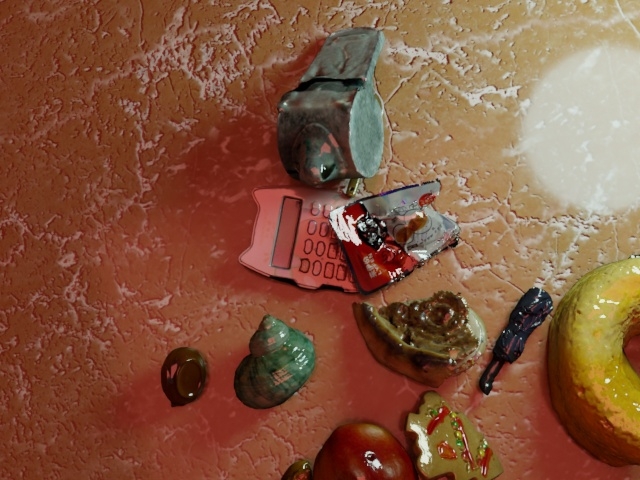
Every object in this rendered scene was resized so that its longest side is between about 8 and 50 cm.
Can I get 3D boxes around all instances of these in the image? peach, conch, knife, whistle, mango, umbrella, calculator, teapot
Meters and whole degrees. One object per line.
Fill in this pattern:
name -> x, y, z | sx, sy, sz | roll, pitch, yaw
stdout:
peach -> 0.091, 0.472, 1.629 | 0.199, 0.243, 0.243 | -23, 80, -7
conch -> -0.098, 0.253, 1.734 | 0.175, 0.122, 0.188 | 1, 76, 27
knife -> 0.092, -0.213, 1.837 | 0.046, 0.022, 0.256 | 16, 74, 6
whistle -> 0.029, -0.289, 1.766 | 0.168, 0.188, 0.405 | 0, 75, 25
mango -> -0.049, 0.509, 1.717 | 0.077, 0.063, 0.127 | 5, 76, 10
umbrella -> 0.395, 0.204, 1.749 | 0.071, 0.071, 0.248 | 36, 85, 7
calculator -> 0.000, 0.000, 1.811 | 0.329, 0.048, 0.220 | 11, 80, 1
teapot -> -0.291, 0.285, 1.762 | 0.098, 0.078, 0.129 | -3, 95, -38

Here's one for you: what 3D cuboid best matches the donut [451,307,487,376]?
donut -> 0.276, 0.226, 1.741 | 0.166, 0.065, 0.108 | -33, 57, -5

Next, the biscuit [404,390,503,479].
biscuit -> 0.269, 0.409, 1.683 | 0.238, 0.041, 0.212 | 29, 37, -13

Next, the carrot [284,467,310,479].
carrot -> -0.118, 0.562, 1.672 | 0.066, 0.066, 0.314 | 43, 101, 8

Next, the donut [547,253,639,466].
donut -> 0.643, 0.215, 1.677 | 0.435, 0.163, 0.378 | -39, 74, -2

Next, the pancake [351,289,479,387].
pancake -> 0.191, 0.200, 1.712 | 0.257, 0.056, 0.212 | -11, 54, 17

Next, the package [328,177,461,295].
package -> 0.163, -0.022, 1.779 | 0.269, 0.071, 0.194 | -27, 88, -11
